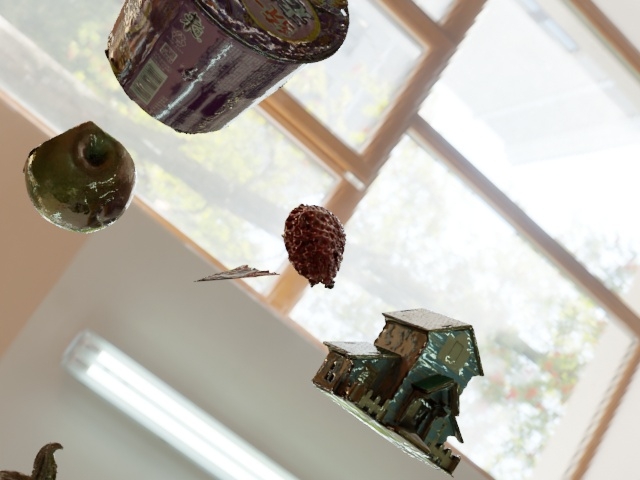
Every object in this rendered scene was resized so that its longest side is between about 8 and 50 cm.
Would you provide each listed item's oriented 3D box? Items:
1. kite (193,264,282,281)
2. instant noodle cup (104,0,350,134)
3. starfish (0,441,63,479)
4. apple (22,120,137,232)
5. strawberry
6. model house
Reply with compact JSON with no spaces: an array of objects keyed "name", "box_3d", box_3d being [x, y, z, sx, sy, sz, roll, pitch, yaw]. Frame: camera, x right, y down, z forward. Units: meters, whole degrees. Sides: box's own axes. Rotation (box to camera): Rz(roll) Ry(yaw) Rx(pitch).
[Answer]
[{"name":"kite","box_3d":[-0.157,0.060,1.813,0.125,0.008,0.222,-12,-174,-20]},{"name":"instant noodle cup","box_3d":[-0.159,-0.337,1.659,0.266,0.340,0.340,-41,-159,43]},{"name":"starfish","box_3d":[-0.492,0.453,1.905,0.043,0.227,0.240,-28,145,-57]},{"name":"apple","box_3d":[-0.445,-0.111,1.980,0.188,0.207,0.174,142,-35,-64]},{"name":"strawberry","box_3d":[0.000,0.000,1.872,0.188,0.121,0.082,-104,-152,-52]},{"name":"model house","box_3d":[0.149,0.203,1.627,0.206,0.271,0.178,-57,-154,-12]}]
